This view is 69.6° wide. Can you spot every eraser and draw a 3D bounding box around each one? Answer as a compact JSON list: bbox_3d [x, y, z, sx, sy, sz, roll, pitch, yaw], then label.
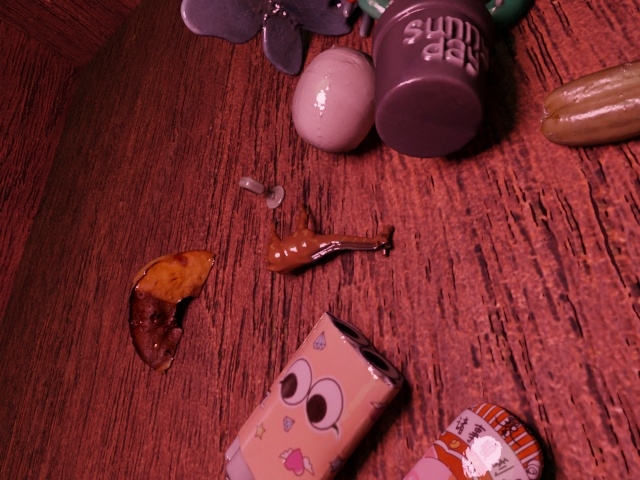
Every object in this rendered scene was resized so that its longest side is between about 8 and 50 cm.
[{"bbox_3d":[-0.016,0.272,0.679,0.290,0.087,0.171,-55,42,7],"label":"eraser"}]

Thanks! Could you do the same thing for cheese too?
[{"bbox_3d":[0.031,-0.249,0.821,0.198,0.155,0.189,-59,15,16],"label":"cheese"}]

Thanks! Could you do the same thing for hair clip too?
[{"bbox_3d":[-0.054,-0.559,0.972,0.239,0.318,0.391,0,68,43],"label":"hair clip"}]

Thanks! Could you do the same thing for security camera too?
[{"bbox_3d":[-0.126,-0.109,0.974,0.058,0.092,0.058,-23,53,35],"label":"security camera"}]

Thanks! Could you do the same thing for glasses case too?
[{"bbox_3d":[0.143,0.305,0.524,0.266,0.067,0.103,-55,45,8],"label":"glasses case"}]

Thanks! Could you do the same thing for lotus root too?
[{"bbox_3d":[0.358,-0.163,0.545,0.183,0.077,0.090,-11,70,43],"label":"lotus root"}]

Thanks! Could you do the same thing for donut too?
[{"bbox_3d":[-0.377,0.138,1.058,0.112,0.151,0.294,9,77,56],"label":"donut"}]

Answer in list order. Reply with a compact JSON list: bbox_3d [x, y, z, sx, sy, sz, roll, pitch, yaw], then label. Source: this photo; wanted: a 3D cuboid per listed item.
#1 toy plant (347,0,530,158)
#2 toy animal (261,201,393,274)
[{"bbox_3d":[0.186,-0.325,0.722,0.280,0.185,0.399,-9,54,28],"label":"toy plant"},{"bbox_3d":[0.000,0.000,0.825,0.224,0.066,0.229,-34,37,2],"label":"toy animal"}]
